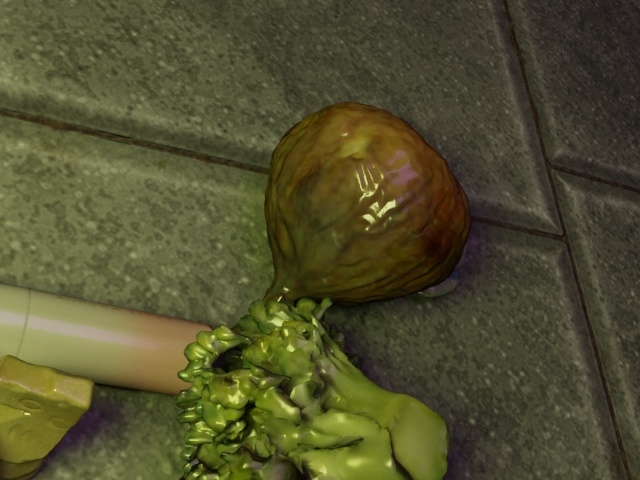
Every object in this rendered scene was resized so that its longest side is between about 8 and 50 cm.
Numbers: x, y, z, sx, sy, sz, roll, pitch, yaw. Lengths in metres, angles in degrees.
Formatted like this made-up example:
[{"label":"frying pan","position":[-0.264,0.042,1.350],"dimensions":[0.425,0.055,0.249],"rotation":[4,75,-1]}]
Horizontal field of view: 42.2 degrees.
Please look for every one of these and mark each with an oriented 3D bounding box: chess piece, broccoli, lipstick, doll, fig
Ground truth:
[{"label":"chess piece","position":[-0.273,0.161,0.768],"dimensions":[0.090,0.200,0.090],"rotation":[17,54,-25]},{"label":"broccoli","position":[-0.013,0.227,0.884],"dimensions":[0.324,0.272,0.334],"rotation":[33,45,8]},{"label":"lipstick","position":[-0.277,0.101,0.877],"dimensions":[0.327,0.087,0.087],"rotation":[15,56,-27]},{"label":"doll","position":[0.180,-0.004,1.255],"dimensions":[0.104,0.071,0.214],"rotation":[21,57,-21]},{"label":"fig","position":[0.000,0.000,1.070],"dimensions":[0.369,0.286,0.286],"rotation":[-40,88,-11]}]
